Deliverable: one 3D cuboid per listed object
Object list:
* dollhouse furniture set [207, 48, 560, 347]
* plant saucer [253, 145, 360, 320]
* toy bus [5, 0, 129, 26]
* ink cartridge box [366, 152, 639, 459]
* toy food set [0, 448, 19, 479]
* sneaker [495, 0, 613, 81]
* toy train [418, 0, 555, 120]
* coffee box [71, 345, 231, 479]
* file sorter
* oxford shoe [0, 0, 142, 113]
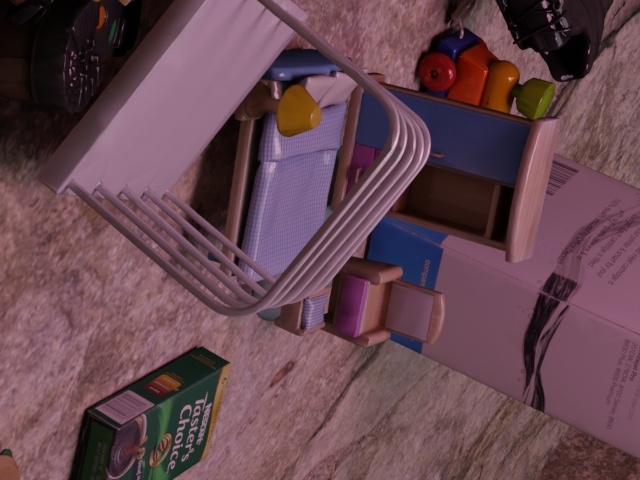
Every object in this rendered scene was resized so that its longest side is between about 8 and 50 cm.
[{"bbox_3d":[0.044,-0.010,1.466,0.303,0.198,0.286,-14,117,-59],"label":"dollhouse furniture set"},{"bbox_3d":[0.000,0.000,1.668,0.195,0.037,0.195,-50,154,-36],"label":"plant saucer"},{"bbox_3d":[-0.138,-0.181,0.928,0.104,0.202,0.191,46,50,-20],"label":"toy bus"},{"bbox_3d":[0.284,0.052,1.895,0.285,0.395,0.166,-38,146,-49],"label":"ink cartridge box"},{"bbox_3d":[-0.264,0.201,1.289,0.083,0.020,0.082,-53,156,-27],"label":"toy food set"},{"bbox_3d":[0.217,-0.264,1.664,0.286,0.109,0.130,36,53,-44],"label":"sneaker"},{"bbox_3d":[0.188,-0.176,1.765,0.105,0.143,0.248,-34,144,-54],"label":"toy train"},{"bbox_3d":[-0.153,0.176,1.493,0.184,0.040,0.113,-26,137,-58],"label":"coffee box"},{"bbox_3d":[-0.040,-0.062,1.182,0.193,0.173,0.278,-51,174,6],"label":"file sorter"},{"bbox_3d":[-0.170,-0.151,1.049,0.227,0.096,0.083,-63,158,-66],"label":"oxford shoe"}]
